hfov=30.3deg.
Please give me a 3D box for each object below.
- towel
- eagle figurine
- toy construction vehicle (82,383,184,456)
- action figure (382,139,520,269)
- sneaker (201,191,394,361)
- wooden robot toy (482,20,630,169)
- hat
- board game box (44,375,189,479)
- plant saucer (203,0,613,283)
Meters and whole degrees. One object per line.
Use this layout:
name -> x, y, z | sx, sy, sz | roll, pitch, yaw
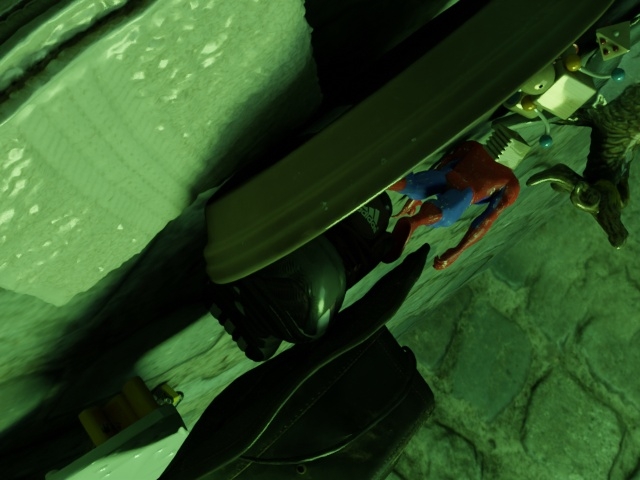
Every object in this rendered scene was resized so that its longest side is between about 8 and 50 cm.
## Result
towel -> -0.083, -0.052, 0.520 | 0.187, 0.049, 0.282 | -37, 170, -2
eagle figurine -> 0.336, -0.155, 1.137 | 0.225, 0.226, 0.298 | 13, 110, -33
toy construction vehicle -> -0.198, 0.192, 1.229 | 0.098, 0.035, 0.086 | -52, 165, 26
action figure -> 0.099, -0.022, 1.136 | 0.280, 0.091, 0.139 | -22, 155, -52
sneaker -> 0.000, 0.000, 0.908 | 0.162, 0.106, 0.281 | -38, 180, -17
wooden robot toy -> 0.195, -0.145, 1.058 | 0.079, 0.076, 0.173 | 18, 133, -34
hat -> -0.003, 0.153, 0.937 | 0.331, 0.134, 0.331 | -41, -178, 2
board game box -> -0.296, 0.286, 1.124 | 0.390, 0.050, 0.390 | -32, 164, -11
plant saucer -> 0.040, -0.075, 0.652 | 0.278, 0.041, 0.278 | -36, -171, 7
